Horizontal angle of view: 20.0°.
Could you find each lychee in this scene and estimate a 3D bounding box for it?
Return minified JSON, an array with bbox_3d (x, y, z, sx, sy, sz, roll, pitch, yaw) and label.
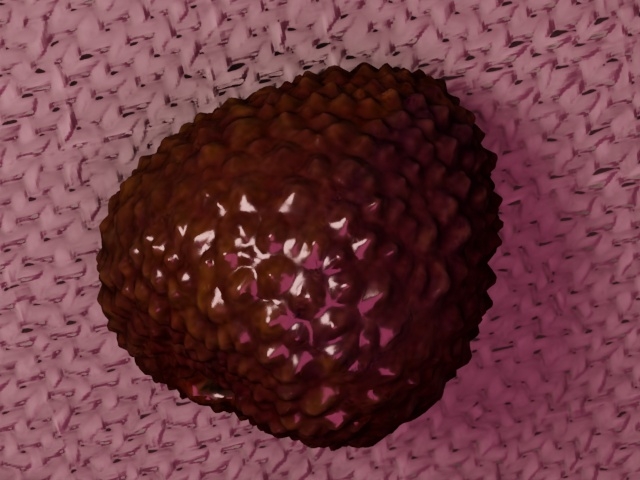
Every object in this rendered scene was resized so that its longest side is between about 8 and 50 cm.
[{"bbox_3d":[0.000,0.000,1.162,0.271,0.271,0.271,-3,116,-6],"label":"lychee"}]
